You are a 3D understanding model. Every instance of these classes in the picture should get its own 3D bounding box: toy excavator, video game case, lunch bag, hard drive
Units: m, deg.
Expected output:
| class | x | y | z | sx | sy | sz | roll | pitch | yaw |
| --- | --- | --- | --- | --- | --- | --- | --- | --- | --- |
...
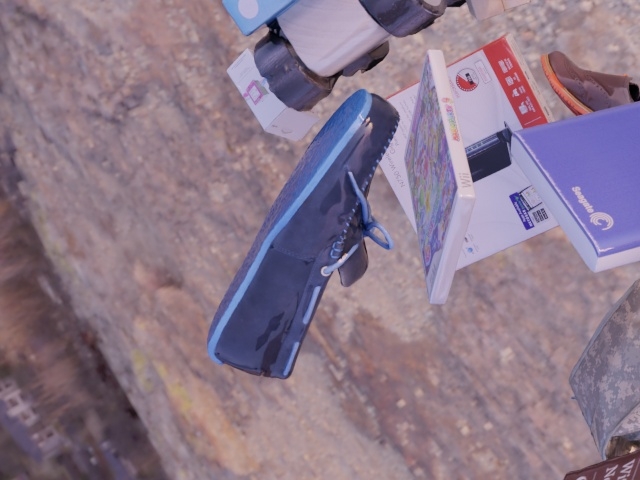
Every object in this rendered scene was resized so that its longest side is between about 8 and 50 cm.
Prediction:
| class | x | y | z | sx | sy | sz | roll | pitch | yaw |
| --- | --- | --- | --- | --- | --- | --- | --- | --- | --- |
| toy excavator | -0.065 | -0.384 | 1.258 | 0.222 | 0.433 | 0.445 | -32 | 95 | 35 |
| video game case | 0.066 | -0.037 | 0.627 | 0.087 | 0.011 | 0.122 | 99 | 169 | -46 |
| lunch bag | 0.598 | 0.262 | 2.053 | 0.287 | 0.169 | 0.235 | -55 | 24 | 26 |
| hard drive | 0.402 | -0.084 | 1.220 | 0.040 | 0.318 | 0.210 | 86 | 165 | -44 |

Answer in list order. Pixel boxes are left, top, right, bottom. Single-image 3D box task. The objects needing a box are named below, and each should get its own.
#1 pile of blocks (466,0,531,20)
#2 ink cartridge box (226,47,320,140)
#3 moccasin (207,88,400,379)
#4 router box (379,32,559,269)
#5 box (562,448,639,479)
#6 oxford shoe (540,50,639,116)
| class | x | y | z | sx | sy | sz | roll | pitch | yaw |
| --- | --- | --- | --- | --- | --- | --- | --- | --- | --- |
| pile of blocks | 0.195 | -0.305 | 0.718 | 0.149 | 0.112 | 0.362 | 19 | 108 | -5 |
| ink cartridge box | -0.067 | -0.210 | 1.593 | 0.052 | 0.088 | 0.122 | -42 | 64 | 23 |
| moccasin | 0.000 | 0.000 | 1.154 | 0.117 | 0.138 | 0.342 | 27 | 119 | -10 |
| router box | 0.272 | -0.145 | 1.936 | 0.301 | 0.082 | 0.335 | -26 | 98 | 22 |
| box | 0.231 | 0.145 | 0.376 | 0.143 | 0.191 | 0.381 | 48 | 136 | -9 |
| oxford shoe | 0.429 | -0.215 | 1.660 | 0.098 | 0.097 | 0.271 | -43 | 49 | 15 |
